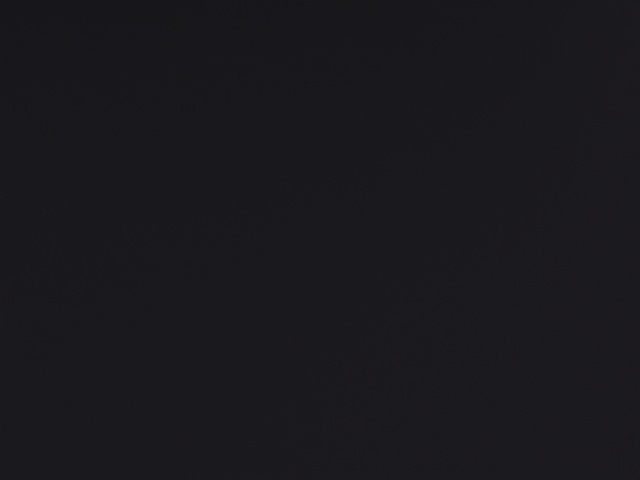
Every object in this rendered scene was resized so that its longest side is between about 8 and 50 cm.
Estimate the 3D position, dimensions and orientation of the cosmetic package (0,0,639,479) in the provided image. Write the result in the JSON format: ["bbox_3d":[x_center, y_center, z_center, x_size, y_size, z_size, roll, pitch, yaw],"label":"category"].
[{"bbox_3d":[-0.059,0.040,0.864,0.327,0.329,0.393,-2,175,-11],"label":"cosmetic package"}]
